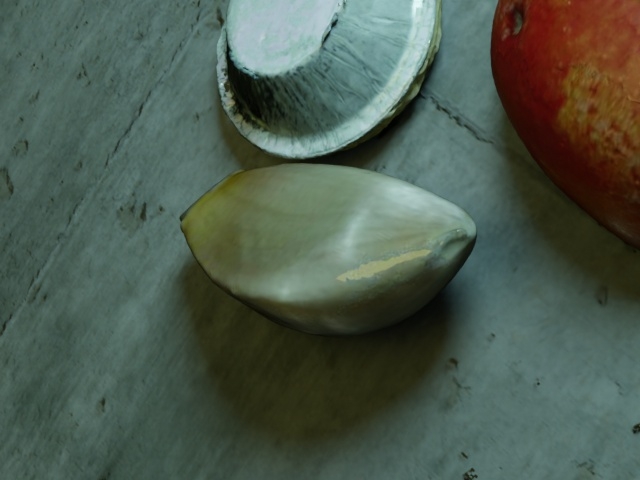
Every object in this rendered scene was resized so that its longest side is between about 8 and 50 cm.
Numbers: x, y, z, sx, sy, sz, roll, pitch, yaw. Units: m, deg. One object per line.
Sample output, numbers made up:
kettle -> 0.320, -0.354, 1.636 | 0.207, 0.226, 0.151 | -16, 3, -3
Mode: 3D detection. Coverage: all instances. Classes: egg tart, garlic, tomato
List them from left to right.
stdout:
egg tart -> -0.006, -0.180, 1.426 | 0.234, 0.094, 0.234 | -12, 70, 37
garlic -> -0.004, 0.007, 1.355 | 0.318, 0.112, 0.143 | 18, 65, 46
tomato -> 0.250, -0.157, 1.192 | 0.338, 0.144, 0.338 | -11, 72, 36
